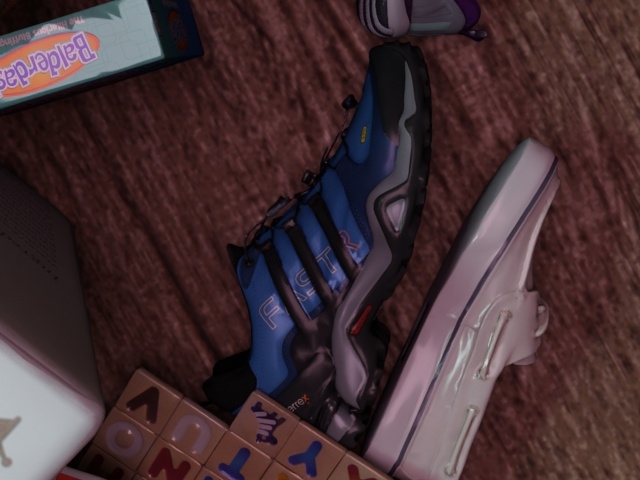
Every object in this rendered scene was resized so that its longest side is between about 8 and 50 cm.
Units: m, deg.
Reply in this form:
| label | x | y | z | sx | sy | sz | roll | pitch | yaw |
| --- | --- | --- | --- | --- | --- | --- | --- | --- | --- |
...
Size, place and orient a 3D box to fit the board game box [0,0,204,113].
| label | x | y | z | sx | sy | sz | roll | pitch | yaw |
| --- | --- | --- | --- | --- | --- | --- | --- | --- | --- |
| board game box | -0.172 | -0.124 | 1.082 | 0.160 | 0.210 | 0.047 | -16 | 96 | 5 |

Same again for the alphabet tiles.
| label | x | y | z | sx | sy | sz | roll | pitch | yaw |
| --- | --- | --- | --- | --- | --- | --- | --- | --- | --- |
| alphabet tiles | -0.060 | 0.199 | 1.153 | 0.237 | 0.009 | 0.198 | 33 | 119 | 1 |

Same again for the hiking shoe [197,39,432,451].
| label | x | y | z | sx | sy | sz | roll | pitch | yaw |
| --- | --- | --- | --- | --- | --- | --- | --- | --- | --- |
| hiking shoe | 0.000 | 0.000 | 1.126 | 0.132 | 0.113 | 0.304 | 14 | 94 | 2 |

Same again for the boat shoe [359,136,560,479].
| label | x | y | z | sx | sy | sz | roll | pitch | yaw |
| --- | --- | --- | --- | --- | --- | --- | --- | --- | --- |
| boat shoe | 0.119 | 0.060 | 1.132 | 0.088 | 0.096 | 0.268 | 25 | 96 | -2 |

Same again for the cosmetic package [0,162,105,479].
| label | x | y | z | sx | sy | sz | roll | pitch | yaw |
| --- | --- | --- | --- | --- | --- | --- | --- | --- | --- |
| cosmetic package | -0.366 | 0.059 | 0.976 | 0.327 | 0.394 | 0.329 | 42 | 94 | -20 |

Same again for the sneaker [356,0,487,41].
| label | x | y | z | sx | sy | sz | roll | pitch | yaw |
| --- | --- | --- | --- | --- | --- | --- | --- | --- | --- |
| sneaker | 0.085 | -0.255 | 1.137 | 0.098 | 0.083 | 0.224 | 4 | 98 | -17 |

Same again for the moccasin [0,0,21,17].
| label | x | y | z | sx | sy | sz | roll | pitch | yaw |
| --- | --- | --- | --- | --- | --- | --- | --- | --- | --- |
| moccasin | -0.296 | -0.291 | 1.012 | 0.147 | 0.139 | 0.380 | -29 | 64 | -17 |

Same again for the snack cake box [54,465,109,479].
| label | x | y | z | sx | sy | sz | roll | pitch | yaw |
| --- | --- | --- | --- | --- | --- | --- | --- | --- | --- |
| snack cake box | -0.243 | 0.280 | 1.104 | 0.152 | 0.089 | 0.264 | 14 | 69 | 22 |
